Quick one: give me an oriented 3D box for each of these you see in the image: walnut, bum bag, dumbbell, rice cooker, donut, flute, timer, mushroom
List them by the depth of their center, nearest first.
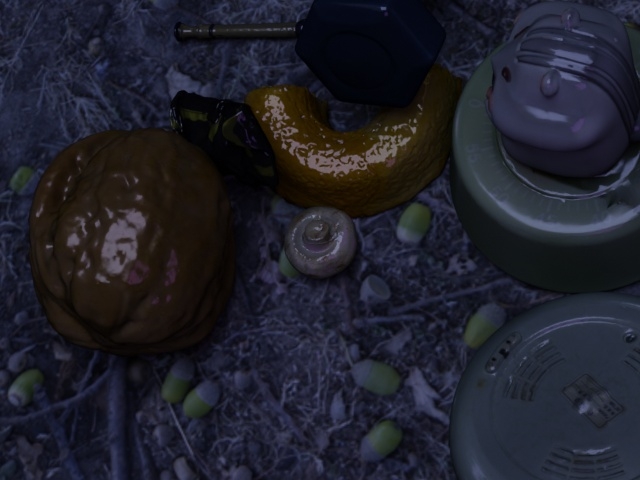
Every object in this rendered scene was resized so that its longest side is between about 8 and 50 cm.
[{"bbox_3d":[0.273,0.215,1.450,0.288,0.277,0.288,-10,52,13],"label":"rice cooker"},{"bbox_3d":[0.252,-0.127,1.555,0.291,0.315,0.290,-5,70,13],"label":"timer"},{"bbox_3d":[-0.197,-0.002,1.669,0.257,0.224,0.257,10,69,-27],"label":"walnut"},{"bbox_3d":[0.093,-0.294,1.685,0.144,0.160,0.325,-20,32,44],"label":"dumbbell"},{"bbox_3d":[0.000,0.000,1.701,0.084,0.067,0.083,-4,64,9],"label":"mushroom"},{"bbox_3d":[-0.108,-0.112,1.708,0.060,0.232,0.106,-29,109,-16],"label":"bum bag"},{"bbox_3d":[0.039,-0.106,1.722,0.259,0.101,0.152,-9,75,6],"label":"donut"},{"bbox_3d":[-0.060,-0.249,1.827,0.233,0.027,0.027,1,71,13],"label":"flute"}]
